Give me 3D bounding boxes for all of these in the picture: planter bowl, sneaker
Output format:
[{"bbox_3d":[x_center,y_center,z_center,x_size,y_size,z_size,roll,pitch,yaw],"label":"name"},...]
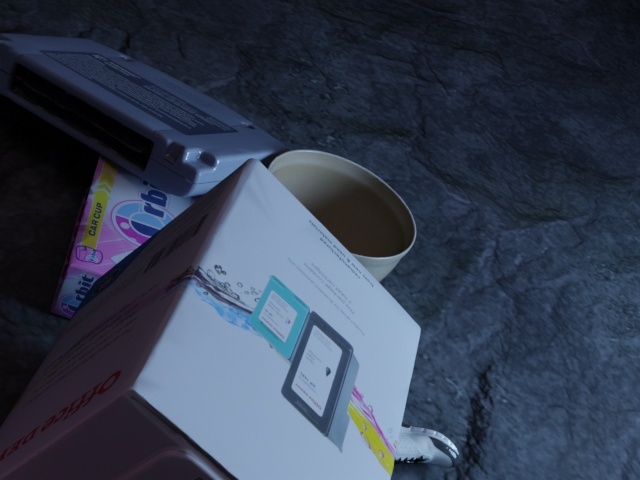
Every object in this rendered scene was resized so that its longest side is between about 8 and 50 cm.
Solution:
[{"bbox_3d":[0.000,0.000,1.083,0.162,0.109,0.162,20,35,-15],"label":"planter bowl"},{"bbox_3d":[0.072,0.187,0.961,0.109,0.040,0.043,20,51,-7],"label":"sneaker"}]

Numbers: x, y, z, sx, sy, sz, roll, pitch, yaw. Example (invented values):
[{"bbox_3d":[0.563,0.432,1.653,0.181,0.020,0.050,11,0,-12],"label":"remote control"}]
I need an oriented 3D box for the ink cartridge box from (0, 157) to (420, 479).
[{"bbox_3d":[-0.079,0.122,0.741,0.197,0.198,0.270,45,31,-16],"label":"ink cartridge box"}]

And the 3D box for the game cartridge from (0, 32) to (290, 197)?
[{"bbox_3d":[-0.187,-0.133,1.109,0.297,0.062,0.198,30,16,21],"label":"game cartridge"}]

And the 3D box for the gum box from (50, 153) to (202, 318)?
[{"bbox_3d":[-0.174,0.002,0.996,0.107,0.062,0.188,19,34,-15],"label":"gum box"}]
